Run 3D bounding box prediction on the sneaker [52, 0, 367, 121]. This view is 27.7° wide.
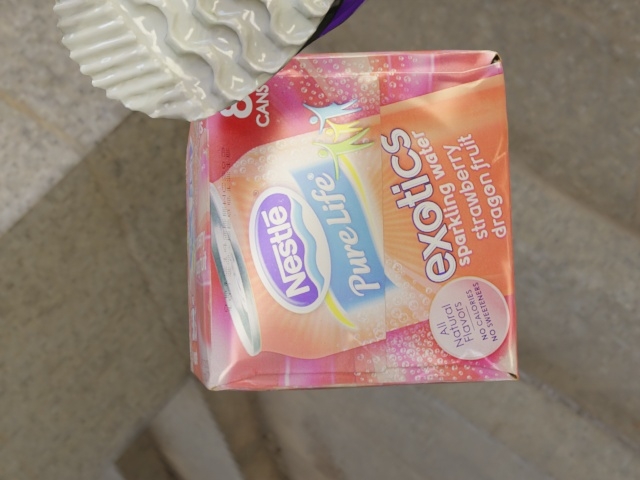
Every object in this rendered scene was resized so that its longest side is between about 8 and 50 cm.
[{"bbox_3d":[0.034,-0.164,0.449,0.102,0.293,0.146,50,-170,-4],"label":"sneaker"}]

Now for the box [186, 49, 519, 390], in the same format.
[{"bbox_3d":[0.000,0.000,0.710,0.142,0.154,0.300,-1,177,-7],"label":"box"}]
